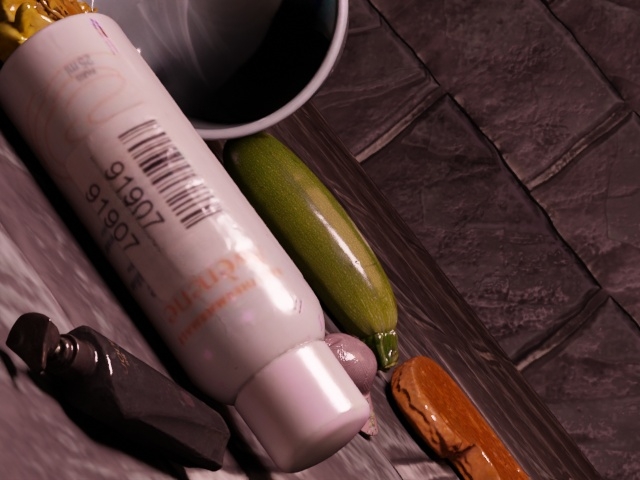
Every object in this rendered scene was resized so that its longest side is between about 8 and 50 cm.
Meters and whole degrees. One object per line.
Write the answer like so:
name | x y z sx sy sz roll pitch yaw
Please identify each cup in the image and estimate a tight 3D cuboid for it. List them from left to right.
cup | -0.075 -0.191 1.352 0.205 0.205 0.312 51 6 -3

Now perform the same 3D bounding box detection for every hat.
hat | 0.025 0.097 1.164 0.087 0.042 0.058 48 8 -32

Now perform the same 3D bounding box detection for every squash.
squash | 0.000 0.000 1.430 0.252 0.066 0.066 52 6 10

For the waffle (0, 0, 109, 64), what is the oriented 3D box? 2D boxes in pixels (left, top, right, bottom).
waffle | -0.149 -0.106 1.050 0.228 0.051 0.231 52 5 7

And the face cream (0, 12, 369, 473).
face cream | -0.070 0.002 0.859 0.269 0.082 0.082 53 6 17

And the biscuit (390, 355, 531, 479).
biscuit | 0.127 0.185 1.428 0.192 0.036 0.186 52 9 3

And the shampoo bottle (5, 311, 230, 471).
shampoo bottle | -0.081 0.062 0.675 0.048 0.027 0.137 56 8 36
